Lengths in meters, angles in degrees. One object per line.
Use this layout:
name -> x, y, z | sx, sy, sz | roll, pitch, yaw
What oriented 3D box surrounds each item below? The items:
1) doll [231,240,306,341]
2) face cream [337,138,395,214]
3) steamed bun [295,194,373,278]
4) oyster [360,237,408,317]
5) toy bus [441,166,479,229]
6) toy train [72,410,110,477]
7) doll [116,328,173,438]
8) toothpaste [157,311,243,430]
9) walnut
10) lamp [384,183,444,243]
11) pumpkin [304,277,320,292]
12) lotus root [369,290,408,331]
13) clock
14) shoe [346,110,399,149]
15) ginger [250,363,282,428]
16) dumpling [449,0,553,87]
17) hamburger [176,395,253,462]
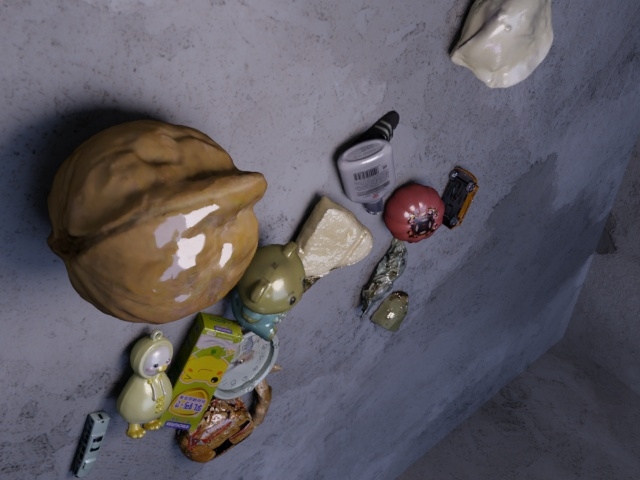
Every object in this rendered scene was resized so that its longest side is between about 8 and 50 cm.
doll -> -0.124, 0.113, 1.708 | 0.177, 0.161, 0.260 | -53, 176, -27
face cream -> 0.128, -0.155, 1.842 | 0.144, 0.071, 0.291 | -21, 153, 1
steamed bun -> 0.027, -0.004, 1.869 | 0.212, 0.110, 0.231 | 14, 116, -35
oyster -> 0.194, 0.130, 2.218 | 0.199, 0.087, 0.252 | -40, 155, -30
toy bus -> 0.432, -0.136, 2.231 | 0.088, 0.083, 0.194 | -17, 138, -44
toy train -> -0.567, 0.509, 1.755 | 0.043, 0.047, 0.207 | -3, 125, -46
doll -> -0.409, 0.339, 1.700 | 0.141, 0.117, 0.296 | -15, 134, -45
toothpaste -> -0.313, 0.335, 1.813 | 0.110, 0.077, 0.327 | 18, 111, -29
walnut -> -0.287, -0.031, 1.275 | 0.383, 0.383, 0.383 | -30, 143, -26
lamp -> 0.266, -0.083, 2.054 | 0.182, 0.140, 0.182 | -14, 129, -17
pumpkin -> -0.038, 0.095, 1.946 | 0.074, 0.054, 0.083 | -43, 142, -17
lotus root -> 0.252, 0.243, 2.416 | 0.143, 0.070, 0.144 | 10, 116, -53
clock -> -0.217, 0.333, 1.973 | 0.236, 0.053, 0.236 | -28, 138, -28
shoe -> 0.145, -0.252, 1.808 | 0.179, 0.049, 0.071 | -40, 147, -14
ginger -> -0.172, 0.464, 2.152 | 0.089, 0.075, 0.288 | -59, 166, -55
dumpling -> 0.482, -0.527, 1.760 | 0.243, 0.187, 0.318 | 36, 105, -15
hamburger -> -0.303, 0.538, 2.044 | 0.231, 0.107, 0.231 | -28, 147, -20
